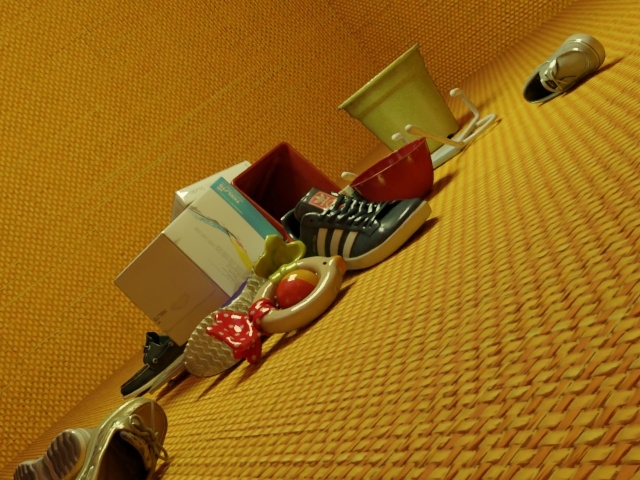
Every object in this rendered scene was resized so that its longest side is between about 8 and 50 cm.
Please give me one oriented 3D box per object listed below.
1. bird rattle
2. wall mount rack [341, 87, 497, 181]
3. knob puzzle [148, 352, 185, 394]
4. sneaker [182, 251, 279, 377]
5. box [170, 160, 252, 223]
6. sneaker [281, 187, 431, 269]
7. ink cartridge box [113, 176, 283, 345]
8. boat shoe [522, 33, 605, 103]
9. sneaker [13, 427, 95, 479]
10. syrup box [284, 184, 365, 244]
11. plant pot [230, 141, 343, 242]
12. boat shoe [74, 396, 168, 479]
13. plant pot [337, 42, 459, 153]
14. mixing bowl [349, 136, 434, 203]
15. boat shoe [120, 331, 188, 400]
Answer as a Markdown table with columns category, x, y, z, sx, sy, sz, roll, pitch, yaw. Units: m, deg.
| category | x | y | z | sx | sy | sz | roll | pitch | yaw |
| --- | --- | --- | --- | --- | --- | --- | --- | --- | --- |
| bird rattle | -0.064 | 0.092 | 1.439 | 0.207 | 0.143 | 0.253 | -14 | 24 | 38 |
| wall mount rack | 0.217 | -0.209 | 1.954 | 0.350 | 0.130 | 0.304 | -36 | 7 | 39 |
| knob puzzle | -0.294 | 0.271 | 1.936 | 0.213 | 0.030 | 0.213 | -39 | 6 | 5 |
| sneaker | -0.145 | 0.155 | 1.617 | 0.293 | 0.102 | 0.146 | -49 | -7 | -26 |
| box | -0.290 | -0.043 | 2.243 | 0.232 | 0.058 | 0.322 | -29 | -26 | -36 |
| sneaker | 0.043 | -0.035 | 1.509 | 0.131 | 0.148 | 0.350 | -44 | 13 | -35 |
| ink cartridge box | -0.251 | 0.041 | 1.808 | 0.198 | 0.197 | 0.270 | -40 | 9 | 34 |
| boat shoe | 0.444 | -0.306 | 1.596 | 0.081 | 0.079 | 0.227 | -50 | 3 | -14 |
| sneaker | -0.475 | 0.437 | 1.607 | 0.281 | 0.105 | 0.115 | -38 | -24 | 33 |
| syrup box | 0.000 | 0.000 | 1.752 | 0.237 | 0.096 | 0.093 | -43 | 1 | 17 |
| plant pot | -0.107 | -0.039 | 2.151 | 0.235 | 0.267 | 0.267 | -51 | -3 | 39 |
| boat shoe | -0.263 | 0.308 | 1.141 | 0.089 | 0.104 | 0.285 | -31 | 19 | 29 |
| plant pot | 0.232 | -0.349 | 2.340 | 0.276 | 0.254 | 0.276 | -39 | 6 | 5 |
| mixing bowl | 0.157 | -0.118 | 1.722 | 0.181 | 0.098 | 0.181 | -32 | 9 | 5 |
| boat shoe | -0.387 | 0.263 | 2.167 | 0.340 | 0.113 | 0.127 | -38 | 6 | 8 |
